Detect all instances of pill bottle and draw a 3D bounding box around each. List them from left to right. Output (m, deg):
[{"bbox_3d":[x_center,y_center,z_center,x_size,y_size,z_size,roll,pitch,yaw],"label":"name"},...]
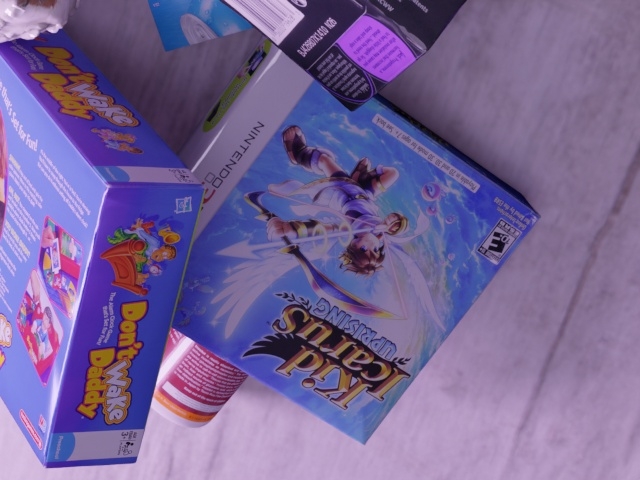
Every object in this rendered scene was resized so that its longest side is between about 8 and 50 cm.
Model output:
[{"bbox_3d":[-0.088,0.082,1.587,0.086,0.086,0.152,37,113,-6],"label":"pill bottle"}]

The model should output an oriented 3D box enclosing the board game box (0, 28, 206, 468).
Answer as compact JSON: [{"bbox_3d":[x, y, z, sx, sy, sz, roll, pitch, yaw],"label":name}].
[{"bbox_3d":[-0.218,-0.016,1.443,0.078,0.347,0.233,1,118,-31],"label":"board game box"}]

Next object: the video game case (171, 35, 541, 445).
[{"bbox_3d":[0.000,0.000,1.490,0.269,0.061,0.244,33,101,-21],"label":"video game case"}]

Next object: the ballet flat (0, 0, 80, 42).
[{"bbox_3d":[-0.348,-0.221,1.454,0.409,0.147,0.147,27,116,25],"label":"ballet flat"}]

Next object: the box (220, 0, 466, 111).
[{"bbox_3d":[0.069,-0.250,1.317,0.143,0.165,0.270,40,70,-7],"label":"box"}]

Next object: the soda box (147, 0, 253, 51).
[{"bbox_3d":[-0.031,-0.214,1.468,0.210,0.071,0.067,-15,108,15],"label":"soda box"}]
